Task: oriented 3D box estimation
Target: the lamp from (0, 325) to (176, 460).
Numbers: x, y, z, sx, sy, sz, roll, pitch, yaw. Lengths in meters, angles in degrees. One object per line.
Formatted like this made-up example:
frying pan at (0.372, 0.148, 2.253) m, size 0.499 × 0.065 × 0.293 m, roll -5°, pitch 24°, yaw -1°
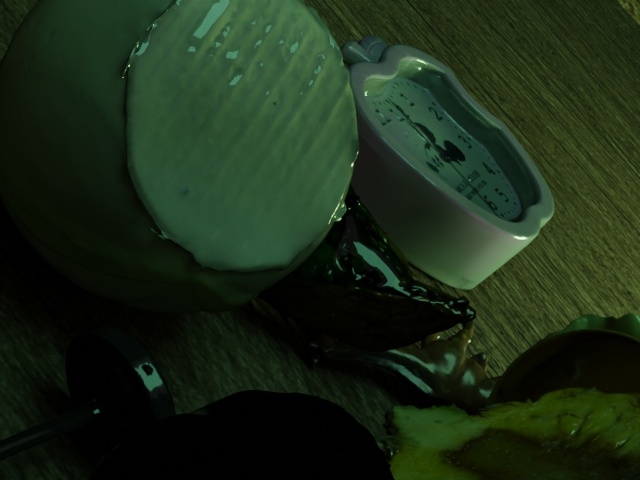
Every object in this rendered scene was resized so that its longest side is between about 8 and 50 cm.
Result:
lamp at (-0.222, 0.136, 0.858) m, size 0.130 × 0.108 × 0.371 m, roll 54°, pitch 29°, yaw 15°

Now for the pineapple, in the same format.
pineapple at (0.156, 0.257, 1.138) m, size 0.344 × 0.286 × 0.209 m, roll -19°, pitch 105°, yaw -27°

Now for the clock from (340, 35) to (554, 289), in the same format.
clock at (0.123, -0.100, 1.656) m, size 0.338 × 0.102 × 0.338 m, roll 33°, pitch 29°, yaw -21°

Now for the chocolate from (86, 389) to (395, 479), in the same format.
chocolate at (-0.093, 0.240, 0.791) m, size 0.225 × 0.210 × 0.340 m, roll 54°, pitch 29°, yaw 2°

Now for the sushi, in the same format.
sushi at (0.000, 0.000, 1.271) m, size 0.287 × 0.140 × 0.149 m, roll 44°, pitch 25°, yaw 29°

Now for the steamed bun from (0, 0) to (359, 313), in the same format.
steamed bun at (-0.140, -0.088, 1.135) m, size 0.309 × 0.309 × 0.309 m, roll 33°, pitch 30°, yaw -22°

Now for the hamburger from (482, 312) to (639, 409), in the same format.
hamburger at (0.294, 0.206, 1.290) m, size 0.212 × 0.274 × 0.274 m, roll 10°, pitch 44°, yaw -50°

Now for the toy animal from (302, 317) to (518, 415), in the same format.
toy animal at (0.096, 0.117, 1.367) m, size 0.224 × 0.066 × 0.230 m, roll 44°, pitch 33°, yaw 2°
